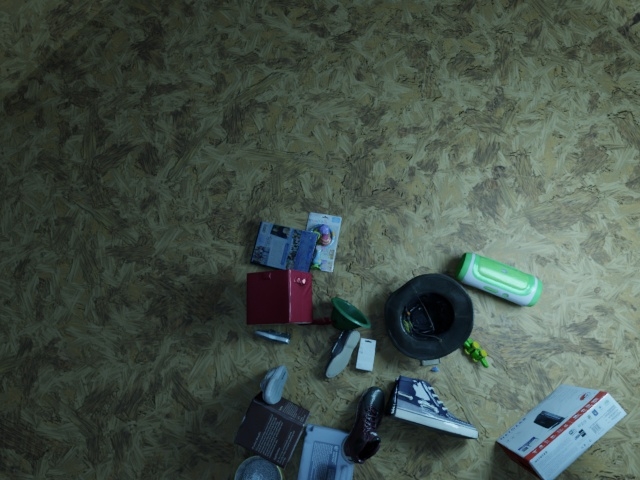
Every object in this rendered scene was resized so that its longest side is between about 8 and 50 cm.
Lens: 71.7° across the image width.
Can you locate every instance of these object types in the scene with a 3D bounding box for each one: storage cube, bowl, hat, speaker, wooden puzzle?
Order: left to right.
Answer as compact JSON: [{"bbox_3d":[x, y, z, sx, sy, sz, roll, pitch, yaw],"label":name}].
[{"bbox_3d":[-0.218,0.856,1.592,0.170,0.080,0.170,0,76,2],"label":"bowl"},{"bbox_3d":[-0.149,0.216,1.655,0.215,0.184,0.193,-6,79,24],"label":"storage cube"},{"bbox_3d":[0.062,0.335,1.692,0.173,0.208,0.183,28,101,-34],"label":"hat"},{"bbox_3d":[0.418,0.440,1.695,0.079,0.014,0.116,-2,76,7],"label":"wooden puzzle"},{"bbox_3d":[0.413,0.288,1.670,0.332,0.134,0.331,-4,79,21],"label":"hat"},{"bbox_3d":[0.677,0.148,1.694,0.297,0.131,0.131,21,79,7],"label":"speaker"}]

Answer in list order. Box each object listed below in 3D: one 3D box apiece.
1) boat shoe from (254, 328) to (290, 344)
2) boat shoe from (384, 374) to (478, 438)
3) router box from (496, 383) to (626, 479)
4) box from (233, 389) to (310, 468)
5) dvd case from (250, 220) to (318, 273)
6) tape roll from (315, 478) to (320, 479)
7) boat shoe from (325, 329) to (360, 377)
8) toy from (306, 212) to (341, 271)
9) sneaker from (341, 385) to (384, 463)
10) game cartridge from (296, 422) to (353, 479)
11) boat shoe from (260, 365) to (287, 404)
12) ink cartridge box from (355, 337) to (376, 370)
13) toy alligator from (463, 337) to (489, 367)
[{"bbox_3d":[-0.186,0.368,1.727,0.142,0.049,0.040,14,59,4],"label":"boat shoe"},{"bbox_3d":[0.411,0.601,1.605,0.341,0.127,0.158,18,63,-2],"label":"boat shoe"},{"bbox_3d":[0.787,0.632,1.485,0.335,0.301,0.082,-37,78,-7],"label":"router box"},{"bbox_3d":[-0.166,0.663,1.580,0.203,0.167,0.168,25,88,9],"label":"box"},{"bbox_3d":[-0.147,0.033,1.784,0.253,0.022,0.180,13,85,15],"label":"dvd case"},{"bbox_3d":[-0.008,0.908,1.447,0.072,0.219,0.219,12,78,6],"label":"tape roll"},{"bbox_3d":[0.075,0.427,1.701,0.065,0.075,0.206,26,82,52],"label":"boat shoe"},{"bbox_3d":[0.000,0.000,1.796,0.137,0.056,0.237,9,77,4],"label":"toy"},{"bbox_3d":[0.183,0.653,1.555,0.107,0.162,0.281,30,66,-9],"label":"sneaker"},{"bbox_3d":[0.019,0.833,1.601,0.196,0.060,0.294,9,78,8],"label":"game cartridge"},{"bbox_3d":[-0.180,0.528,1.605,0.076,0.226,0.083,-12,93,11],"label":"boat shoe"},{"bbox_3d":[0.175,0.437,1.699,0.063,0.029,0.115,9,76,5],"label":"ink cartridge box"},{"bbox_3d":[0.572,0.398,1.681,0.189,0.056,0.051,47,41,13],"label":"toy alligator"}]
